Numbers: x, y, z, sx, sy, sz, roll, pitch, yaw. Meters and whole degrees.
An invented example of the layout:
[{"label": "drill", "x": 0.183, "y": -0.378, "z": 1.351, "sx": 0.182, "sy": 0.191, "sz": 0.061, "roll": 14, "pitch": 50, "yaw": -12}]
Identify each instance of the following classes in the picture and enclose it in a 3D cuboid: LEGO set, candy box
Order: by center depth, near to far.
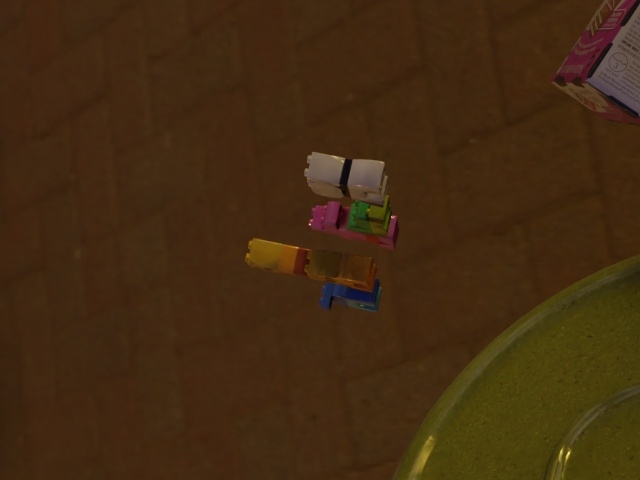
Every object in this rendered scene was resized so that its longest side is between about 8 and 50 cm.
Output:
[{"label": "LEGO set", "x": 0.000, "y": 0.000, "z": 1.083, "sx": 0.093, "sy": 0.227, "sz": 0.087, "roll": 11, "pitch": 80, "yaw": 7}, {"label": "candy box", "x": 0.295, "y": -0.212, "z": 1.226, "sx": 0.233, "sy": 0.071, "sz": 0.159, "roll": -56, "pitch": 5, "yaw": 4}]

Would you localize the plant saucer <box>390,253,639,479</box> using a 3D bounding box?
[{"label": "plant saucer", "x": 0.106, "y": 0.077, "z": 0.452, "sx": 0.241, "sy": 0.037, "sz": 0.241, "roll": -26, "pitch": 32, "yaw": 18}]
